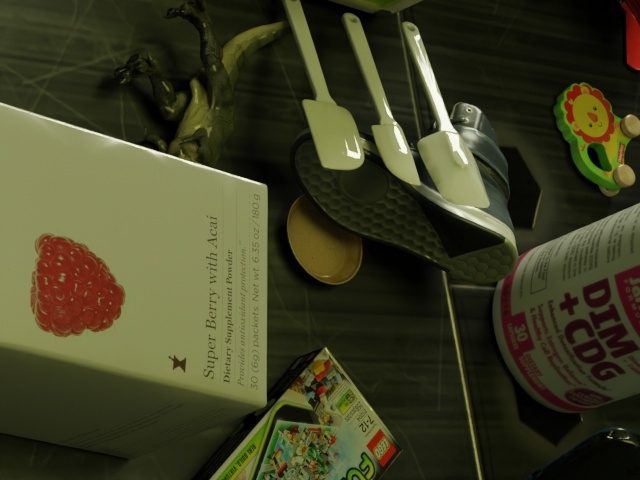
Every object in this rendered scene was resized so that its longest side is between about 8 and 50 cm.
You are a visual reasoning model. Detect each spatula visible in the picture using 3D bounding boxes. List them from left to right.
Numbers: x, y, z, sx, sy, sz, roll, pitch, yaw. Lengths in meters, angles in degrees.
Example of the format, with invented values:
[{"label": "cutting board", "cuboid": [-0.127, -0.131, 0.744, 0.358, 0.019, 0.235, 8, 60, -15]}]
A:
[{"label": "spatula", "cuboid": [0.050, -0.123, 1.642, 0.168, 0.019, 0.242, 10, 39, -23]}]

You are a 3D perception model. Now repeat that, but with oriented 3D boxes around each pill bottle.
[{"label": "pill bottle", "cuboid": [0.303, 0.045, 1.703, 0.160, 0.283, 0.160, 18, 61, -35]}]

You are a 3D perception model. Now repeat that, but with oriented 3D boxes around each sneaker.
[{"label": "sneaker", "cuboid": [0.073, -0.071, 1.685, 0.226, 0.086, 0.163, 29, 39, -21]}]

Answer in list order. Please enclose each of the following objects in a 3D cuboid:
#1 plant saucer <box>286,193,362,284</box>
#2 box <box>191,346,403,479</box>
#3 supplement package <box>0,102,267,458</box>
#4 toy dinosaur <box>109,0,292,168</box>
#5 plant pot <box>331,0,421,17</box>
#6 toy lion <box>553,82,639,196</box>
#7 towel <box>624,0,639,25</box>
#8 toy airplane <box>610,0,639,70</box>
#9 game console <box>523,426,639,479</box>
[{"label": "plant saucer", "cuboid": [0.000, 0.000, 1.643, 0.083, 0.015, 0.083, 18, 61, -35]}, {"label": "box", "cuboid": [-0.026, 0.190, 1.524, 0.114, 0.036, 0.207, 53, 47, -11]}, {"label": "supplement package", "cuboid": [-0.202, 0.029, 1.341, 0.293, 0.175, 0.178, 16, 63, -36]}, {"label": "toy dinosaur", "cuboid": [-0.101, -0.129, 1.581, 0.118, 0.064, 0.268, 52, 42, -30]}, {"label": "plant pot", "cuboid": [0.049, -0.331, 1.691, 0.228, 0.227, 0.207, 13, 70, -38]}, {"label": "toy lion", "cuboid": [0.274, -0.107, 1.923, 0.096, 0.034, 0.100, 27, 56, -22]}, {"label": "towel", "cuboid": [0.336, -0.363, 2.006, 0.199, 0.031, 0.275, 53, 41, -26]}, {"label": "toy airplane", "cuboid": [0.368, -0.233, 2.054, 0.151, 0.028, 0.151, 17, 59, -31]}, {"label": "game console", "cuboid": [0.258, 0.338, 1.605, 0.293, 0.250, 0.173, 36, 33, -25]}]
